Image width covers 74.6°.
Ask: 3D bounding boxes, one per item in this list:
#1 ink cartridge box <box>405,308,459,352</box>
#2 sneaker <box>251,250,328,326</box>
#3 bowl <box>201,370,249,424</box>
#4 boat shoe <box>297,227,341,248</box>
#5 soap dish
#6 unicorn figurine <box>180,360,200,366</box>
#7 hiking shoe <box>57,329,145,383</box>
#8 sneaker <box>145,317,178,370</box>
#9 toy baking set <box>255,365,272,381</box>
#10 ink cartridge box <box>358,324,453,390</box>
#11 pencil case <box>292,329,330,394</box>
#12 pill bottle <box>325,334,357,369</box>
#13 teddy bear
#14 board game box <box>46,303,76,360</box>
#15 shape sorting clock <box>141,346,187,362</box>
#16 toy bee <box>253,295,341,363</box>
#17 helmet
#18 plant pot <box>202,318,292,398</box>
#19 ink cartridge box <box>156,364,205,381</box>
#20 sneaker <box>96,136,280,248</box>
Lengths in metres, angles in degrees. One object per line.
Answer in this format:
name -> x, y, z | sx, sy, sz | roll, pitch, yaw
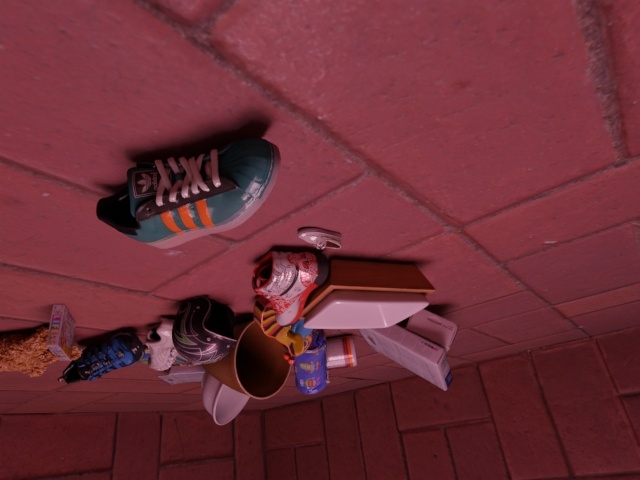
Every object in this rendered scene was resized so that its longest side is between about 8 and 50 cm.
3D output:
ink cartridge box -> 0.381, 0.329, 1.475 | 0.158, 0.092, 0.218 | 23, 158, 18
sneaker -> -0.099, 0.114, 0.980 | 0.144, 0.090, 0.270 | 6, 141, -25
bowl -> -0.361, 0.537, 1.621 | 0.134, 0.298, 0.298 | 21, 161, 20
boat shoe -> 0.000, 0.000, 0.854 | 0.100, 0.035, 0.035 | 10, 149, -32
soap dish -> 0.104, 0.140, 1.068 | 0.290, 0.118, 0.229 | 6, 150, -24
unicorn figurine -> -0.466, 0.478, 1.664 | 0.161, 0.060, 0.111 | 12, 160, -6
hiking shoe -> -0.651, 0.368, 1.269 | 0.303, 0.132, 0.113 | -25, 104, 29
sneaker -> -0.479, 0.310, 1.280 | 0.118, 0.110, 0.292 | 20, 135, -30
toy baking set -> -0.244, 0.433, 1.457 | 0.256, 0.197, 0.030 | -3, 133, 36
ink cartridge box -> 0.298, 0.387, 1.500 | 0.330, 0.071, 0.324 | 25, 160, 33
pencil case -> -0.033, 0.417, 1.466 | 0.133, 0.119, 0.306 | 8, 132, 13
pill bottle -> 0.027, 0.446, 1.650 | 0.220, 0.121, 0.121 | -9, 153, 2
teddy bear -> -0.857, 0.318, 1.174 | 0.337, 0.113, 0.245 | 2, 150, -20
board game box -> -0.658, 0.237, 1.071 | 0.026, 0.104, 0.154 | 2, 152, -19
shape sorting clock -> -0.582, 0.419, 1.521 | 0.206, 0.041, 0.206 | -3, 154, -1
toy bee -> -0.078, 0.272, 1.197 | 0.298, 0.162, 0.195 | 28, 180, -18
helmet -> -0.307, 0.244, 1.114 | 0.169, 0.162, 0.169 | -6, 154, -3
plant pot -> -0.261, 0.369, 1.338 | 0.254, 0.237, 0.237 | -11, 157, 38
ink cartridge box -> -0.576, 0.587, 1.852 | 0.223, 0.045, 0.223 | -4, 153, -5
sneaker -> -0.195, -0.066, 0.590 | 0.302, 0.108, 0.121 | -23, 154, 30
